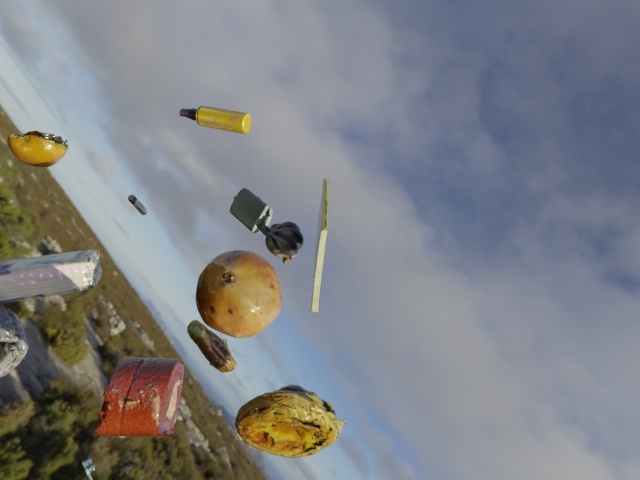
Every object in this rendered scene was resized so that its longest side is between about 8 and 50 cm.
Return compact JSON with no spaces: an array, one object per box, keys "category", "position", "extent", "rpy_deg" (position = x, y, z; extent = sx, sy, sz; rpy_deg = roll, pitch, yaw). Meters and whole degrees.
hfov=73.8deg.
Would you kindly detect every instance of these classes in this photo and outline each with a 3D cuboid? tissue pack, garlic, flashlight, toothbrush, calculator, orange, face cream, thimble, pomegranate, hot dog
[{"category":"tissue pack","position":[-0.945,0.119,1.455],"extent":[0.242,0.344,0.125],"rpy_deg":[-163,-113,-67]},{"category":"garlic","position":[-0.141,-0.020,1.474],"extent":[0.127,0.131,0.194],"rpy_deg":[-18,-53,39]},{"category":"flashlight","position":[-0.507,-0.099,1.184],"extent":[0.083,0.018,0.018],"rpy_deg":[81,9,-64]},{"category":"toothbrush","position":[-0.820,0.989,1.618],"extent":[0.386,0.040,0.040],"rpy_deg":[37,-25,32]},{"category":"calculator","position":[-0.311,-0.134,1.885],"extent":[0.246,0.141,0.045],"rpy_deg":[37,10,32]},{"category":"orange","position":[-0.889,-0.286,1.344],"extent":[0.170,0.160,0.112],"rpy_deg":[-15,-99,51]},{"category":"face cream","position":[-0.402,-0.461,1.603],"extent":[0.273,0.078,0.078],"rpy_deg":[13,-32,10]},{"category":"thimble","position":[-1.007,0.302,1.246],"extent":[0.172,0.236,0.205],"rpy_deg":[44,-15,29]},{"category":"pomegranate","position":[-0.167,0.113,0.907],"extent":[0.191,0.191,0.191],"rpy_deg":[43,-23,23]},{"category":"hot dog","position":[-0.344,0.346,1.352],"extent":[0.083,0.068,0.289],"rpy_deg":[10,-35,22]}]

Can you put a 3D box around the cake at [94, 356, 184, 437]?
[{"category":"cake","position":[-0.411,0.366,1.003],"extent":[0.283,0.151,0.176],"rpy_deg":[108,-17,-64]}]

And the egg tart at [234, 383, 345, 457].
[{"category":"egg tart","position":[-0.078,0.462,1.108],"extent":[0.132,0.297,0.297],"rpy_deg":[-91,163,-53]}]

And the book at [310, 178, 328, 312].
[{"category":"book","position":[0.000,0.000,1.281],"extent":[0.374,0.028,0.262],"rpy_deg":[-86,-178,-62]}]

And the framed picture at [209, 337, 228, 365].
[{"category":"framed picture","position":[-0.433,0.474,1.811],"extent":[0.109,0.011,0.149],"rpy_deg":[31,28,-43]}]
